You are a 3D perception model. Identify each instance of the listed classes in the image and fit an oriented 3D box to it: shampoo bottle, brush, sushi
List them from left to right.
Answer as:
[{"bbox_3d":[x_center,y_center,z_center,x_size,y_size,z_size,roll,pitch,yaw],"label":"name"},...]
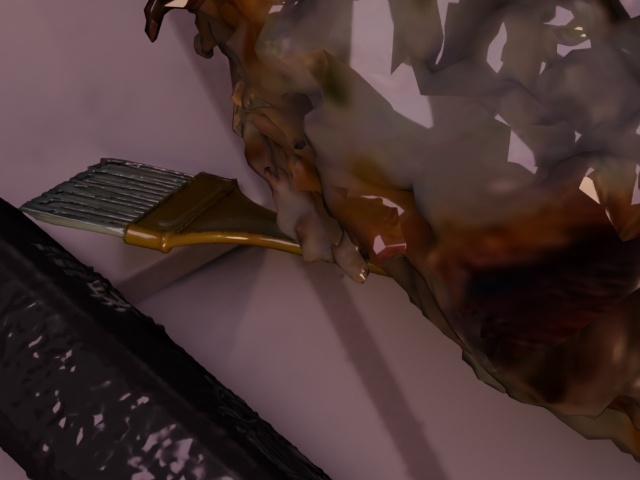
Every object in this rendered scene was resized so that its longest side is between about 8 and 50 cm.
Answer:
[{"bbox_3d":[-0.047,0.087,0.503,0.309,0.098,0.071,39,86,23],"label":"shampoo bottle"},{"bbox_3d":[0.000,0.000,0.549,0.218,0.082,0.010,13,111,11],"label":"brush"},{"bbox_3d":[0.138,-0.126,0.461,0.418,0.176,0.417,-3,74,9],"label":"sushi"}]
